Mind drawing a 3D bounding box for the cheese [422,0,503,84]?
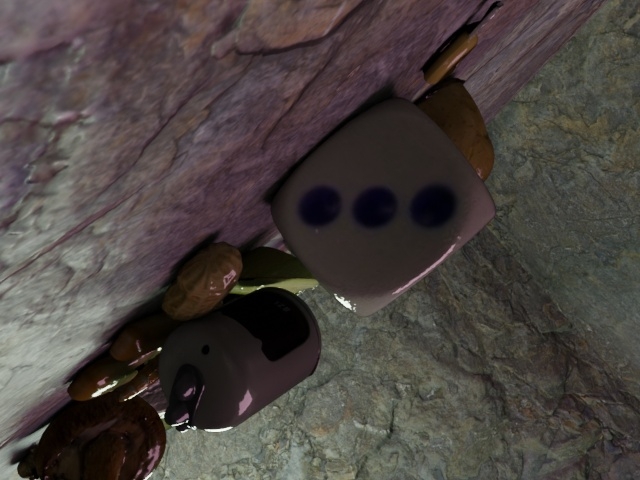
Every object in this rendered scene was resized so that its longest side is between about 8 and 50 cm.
[{"bbox_3d":[0.234,-0.322,0.942,0.086,0.036,0.162,-37,174,-41],"label":"cheese"}]

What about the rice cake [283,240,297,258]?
[{"bbox_3d":[0.000,0.000,1.549,0.211,0.124,0.038,-28,162,-41],"label":"rice cake"}]

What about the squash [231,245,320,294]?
[{"bbox_3d":[-0.138,0.100,1.240,0.155,0.204,0.237,-57,-166,-28],"label":"squash"}]

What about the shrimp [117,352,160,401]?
[{"bbox_3d":[-0.315,0.249,1.109,0.162,0.045,0.095,-41,170,-18],"label":"shrimp"}]

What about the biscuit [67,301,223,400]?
[{"bbox_3d":[-0.337,0.209,1.163,0.237,0.062,0.290,-41,170,21],"label":"biscuit"}]

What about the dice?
[{"bbox_3d":[0.112,-0.053,1.035,0.304,0.277,0.304,-41,176,8],"label":"dice"}]

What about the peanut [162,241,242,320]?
[{"bbox_3d":[-0.198,0.075,0.959,0.194,0.083,0.093,-43,175,32],"label":"peanut"}]

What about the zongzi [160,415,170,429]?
[{"bbox_3d":[-0.600,0.577,1.932,0.356,0.174,0.393,-35,166,9],"label":"zongzi"}]

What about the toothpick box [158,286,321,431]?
[{"bbox_3d":[-0.161,0.229,1.075,0.229,0.229,0.316,-43,168,29],"label":"toothpick box"}]

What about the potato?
[{"bbox_3d":[0.249,-0.184,1.258,0.285,0.242,0.242,-39,175,21],"label":"potato"}]

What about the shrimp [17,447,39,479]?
[{"bbox_3d":[-0.685,0.526,1.422,0.262,0.066,0.117,-24,-155,54],"label":"shrimp"}]

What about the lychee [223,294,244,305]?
[{"bbox_3d":[-0.167,0.234,1.628,0.255,0.275,0.255,-12,-170,2],"label":"lychee"}]

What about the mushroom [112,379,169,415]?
[{"bbox_3d":[-0.484,0.428,1.502,0.328,0.159,0.122,-33,161,-27],"label":"mushroom"}]

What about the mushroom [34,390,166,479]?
[{"bbox_3d":[-0.501,0.482,1.324,0.195,0.263,0.283,-15,-129,56],"label":"mushroom"}]
